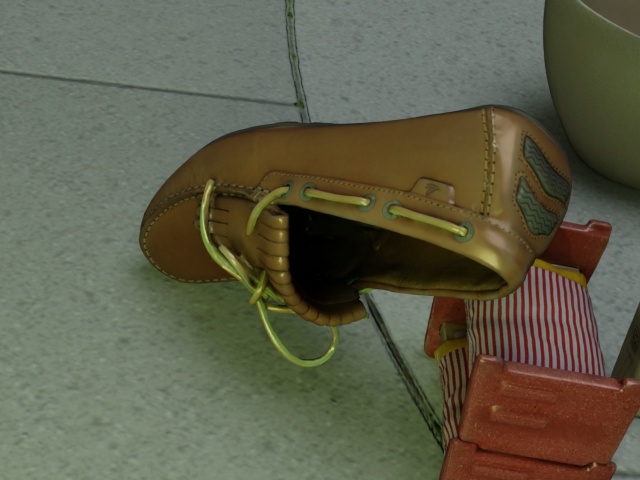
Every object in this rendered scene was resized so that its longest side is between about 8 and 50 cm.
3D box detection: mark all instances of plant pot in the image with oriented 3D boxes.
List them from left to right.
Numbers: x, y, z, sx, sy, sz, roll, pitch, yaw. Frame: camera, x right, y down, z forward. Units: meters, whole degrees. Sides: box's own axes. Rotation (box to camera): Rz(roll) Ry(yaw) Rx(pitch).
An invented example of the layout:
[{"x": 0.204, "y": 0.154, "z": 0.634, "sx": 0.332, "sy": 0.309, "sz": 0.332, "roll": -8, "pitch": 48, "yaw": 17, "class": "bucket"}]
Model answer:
[{"x": 0.347, "y": -0.162, "z": 1.392, "sx": 0.284, "sy": 0.191, "sz": 0.284, "roll": 9, "pitch": 35, "yaw": -6, "class": "plant pot"}]

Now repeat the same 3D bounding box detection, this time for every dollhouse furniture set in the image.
[{"x": 0.268, "y": 0.109, "z": 1.012, "sx": 0.374, "sy": 0.152, "sz": 0.201, "roll": 9, "pitch": 35, "yaw": -7, "class": "dollhouse furniture set"}]

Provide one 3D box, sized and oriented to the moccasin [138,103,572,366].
[{"x": 0.002, "y": 0.002, "z": 0.987, "sx": 0.380, "sy": 0.139, "sz": 0.147, "roll": 0, "pitch": 56, "yaw": 40, "class": "moccasin"}]
